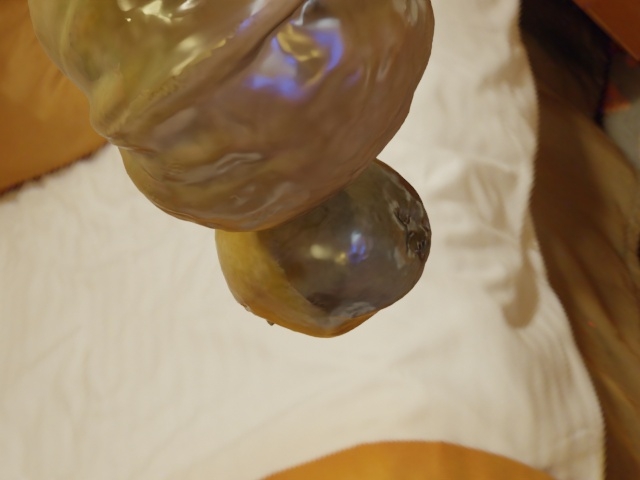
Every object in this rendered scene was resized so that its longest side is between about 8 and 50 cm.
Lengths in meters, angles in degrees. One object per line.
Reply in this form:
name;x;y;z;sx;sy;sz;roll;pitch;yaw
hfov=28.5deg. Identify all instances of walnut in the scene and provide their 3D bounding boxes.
walnut;-0.061;-0.163;0.904;0.285;0.296;0.285;-38;4;3

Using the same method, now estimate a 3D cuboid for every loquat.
loquat;0.000;0.000;1.130;0.227;0.179;0.179;-22;48;65
